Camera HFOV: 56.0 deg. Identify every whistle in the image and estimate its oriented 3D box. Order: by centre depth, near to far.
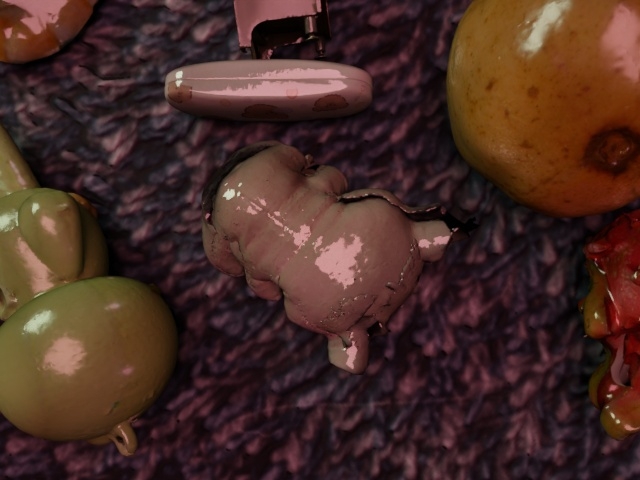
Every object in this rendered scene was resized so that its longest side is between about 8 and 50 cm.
[{"bbox_3d":[-0.194,0.024,0.467,0.141,0.141,0.294,-22,69,2],"label":"whistle"}]

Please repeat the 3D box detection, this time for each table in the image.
[{"bbox_3d":[-0.028,-0.188,0.473,0.070,0.083,0.082,-6,94,6],"label":"table"}]

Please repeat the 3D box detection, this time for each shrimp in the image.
[{"bbox_3d":[-0.239,-0.274,0.501,0.145,0.059,0.254,14,89,1],"label":"shrimp"}]

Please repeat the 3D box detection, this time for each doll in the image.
[{"bbox_3d":[0.000,0.000,0.457,0.192,0.095,0.149,31,87,7],"label":"doll"}]

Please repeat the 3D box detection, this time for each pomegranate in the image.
[{"bbox_3d":[0.177,-0.117,0.415,0.196,0.196,0.196,0,87,3],"label":"pomegranate"}]

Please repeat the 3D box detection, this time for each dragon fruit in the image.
[{"bbox_3d":[0.250,0.045,0.424,0.133,0.150,0.207,23,94,-28],"label":"dragon fruit"}]

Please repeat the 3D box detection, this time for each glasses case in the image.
[{"bbox_3d":[-0.041,-0.118,0.479,0.164,0.063,0.041,0,85,3],"label":"glasses case"}]
